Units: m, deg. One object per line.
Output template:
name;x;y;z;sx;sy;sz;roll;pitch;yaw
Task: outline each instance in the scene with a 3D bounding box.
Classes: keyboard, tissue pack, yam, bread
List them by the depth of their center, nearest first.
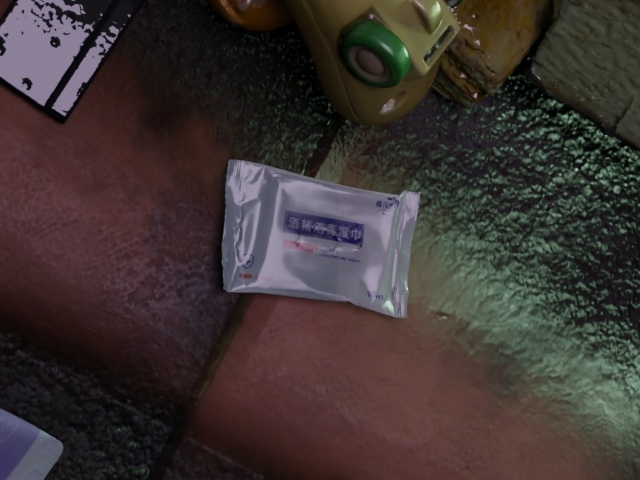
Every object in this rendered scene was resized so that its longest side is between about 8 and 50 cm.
keyboard;-0.181;-0.252;1.054;0.101;0.018;0.310;33;75;-16
tissue pack;0.000;0.000;1.107;0.193;0.026;0.123;9;82;-22
bread;0.128;-0.234;1.138;0.196;0.102;0.138;44;74;-15
yam;0.362;-0.178;1.149;0.271;0.202;0.201;37;47;6

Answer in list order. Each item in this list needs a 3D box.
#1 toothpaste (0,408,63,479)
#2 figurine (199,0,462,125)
toothpaste;-0.377;0.115;0.920;0.371;0.080;0.125;39;73;-21
figurine;-0.014;-0.233;1.022;0.324;0.222;0.124;50;64;-26
